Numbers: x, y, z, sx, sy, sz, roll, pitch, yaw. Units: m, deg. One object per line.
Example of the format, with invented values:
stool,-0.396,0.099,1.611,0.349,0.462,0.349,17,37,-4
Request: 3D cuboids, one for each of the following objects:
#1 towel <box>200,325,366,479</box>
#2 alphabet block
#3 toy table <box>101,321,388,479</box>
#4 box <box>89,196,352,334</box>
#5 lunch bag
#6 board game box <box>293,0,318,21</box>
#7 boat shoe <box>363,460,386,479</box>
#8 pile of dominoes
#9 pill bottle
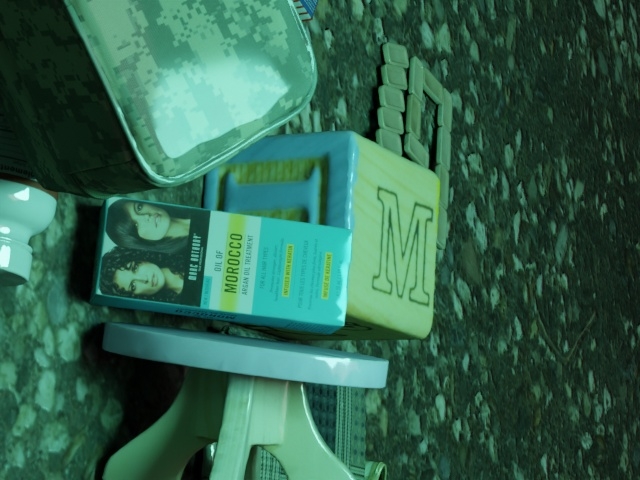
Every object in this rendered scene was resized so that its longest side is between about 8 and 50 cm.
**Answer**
towel,-0.041,0.276,2.013,0.312,0.056,0.324,22,66,-60
alphabet block,0.000,0.000,1.955,0.197,0.192,0.193,21,72,-56
toy table,-0.080,0.174,1.753,0.252,0.274,0.161,9,88,-75
box,-0.096,0.024,1.763,0.060,0.244,0.100,140,-43,-73
lunch bag,-0.183,-0.190,1.408,0.212,0.256,0.305,-35,107,-37
board game box,-0.034,-0.368,2.063,0.147,0.045,0.193,52,46,-44
boat shoe,0.061,0.339,2.163,0.056,0.048,0.153,-4,91,-59
pile of dominoes,0.105,-0.120,2.310,0.196,0.040,0.251,42,45,-49
pill bottle,-0.281,-0.075,1.555,0.121,0.121,0.216,26,67,-56
